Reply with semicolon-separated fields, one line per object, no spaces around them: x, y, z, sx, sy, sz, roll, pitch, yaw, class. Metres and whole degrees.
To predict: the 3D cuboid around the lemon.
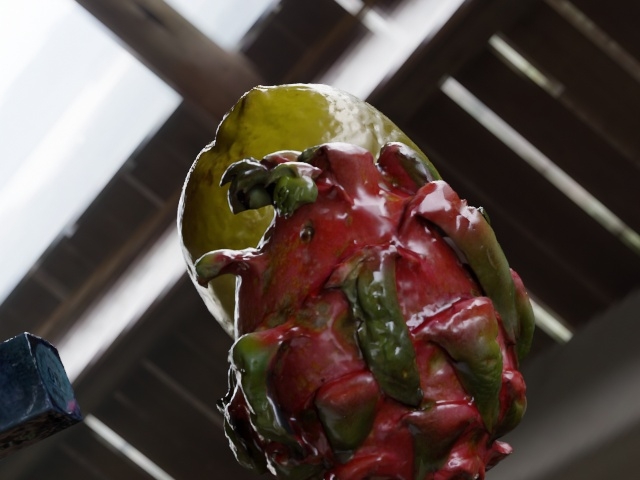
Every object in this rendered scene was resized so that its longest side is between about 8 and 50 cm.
0.000;0.000;1.242;0.170;0.207;0.170;-36;19;15;lemon

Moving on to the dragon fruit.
0.015;0.040;0.962;0.166;0.172;0.160;-4;-3;24;dragon fruit

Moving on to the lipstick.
-0.286;0.142;1.114;0.312;0.051;0.051;-25;-16;8;lipstick
